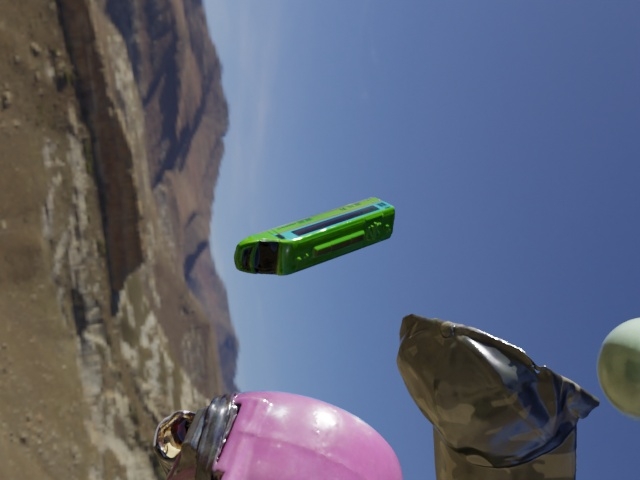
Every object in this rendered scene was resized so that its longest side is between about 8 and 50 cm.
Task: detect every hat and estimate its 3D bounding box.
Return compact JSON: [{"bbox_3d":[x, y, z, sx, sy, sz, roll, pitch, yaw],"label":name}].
[{"bbox_3d":[0.238,0.326,1.384,0.366,0.257,0.382,6,-95,48],"label":"hat"}]

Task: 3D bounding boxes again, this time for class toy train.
[{"bbox_3d":[0.000,0.000,0.940,0.042,0.209,0.044,27,-57,38],"label":"toy train"}]

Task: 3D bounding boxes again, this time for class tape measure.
[{"bbox_3d":[-0.022,0.132,0.428,0.125,0.118,0.074,112,-2,-49],"label":"tape measure"}]

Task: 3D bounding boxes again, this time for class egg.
[{"bbox_3d":[0.636,0.252,1.655,0.282,0.203,0.203,42,32,-60],"label":"egg"}]

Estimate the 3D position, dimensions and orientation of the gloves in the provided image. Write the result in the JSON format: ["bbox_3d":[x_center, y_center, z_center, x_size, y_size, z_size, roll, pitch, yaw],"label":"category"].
[{"bbox_3d":[-0.167,0.340,1.119,0.142,0.119,0.285,-106,-157,-47],"label":"gloves"}]
